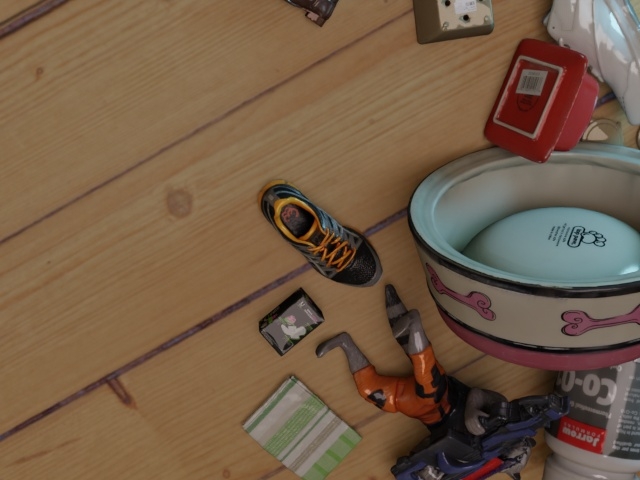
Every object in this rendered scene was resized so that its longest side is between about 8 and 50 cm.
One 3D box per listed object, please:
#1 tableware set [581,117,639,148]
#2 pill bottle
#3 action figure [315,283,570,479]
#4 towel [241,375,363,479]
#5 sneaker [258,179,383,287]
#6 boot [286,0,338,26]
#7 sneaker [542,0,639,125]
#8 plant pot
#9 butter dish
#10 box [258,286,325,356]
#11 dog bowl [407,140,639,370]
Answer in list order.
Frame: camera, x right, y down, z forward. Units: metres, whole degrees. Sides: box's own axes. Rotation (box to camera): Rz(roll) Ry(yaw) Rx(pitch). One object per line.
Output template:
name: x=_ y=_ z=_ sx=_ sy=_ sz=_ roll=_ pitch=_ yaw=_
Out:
tableware set: x=0.453 y=-0.110 z=1.758 sx=0.168 sy=0.020 sz=0.141 roll=1 pitch=103 yaw=-7
pill bottle: x=0.413 y=0.236 z=1.723 sx=0.161 sy=0.161 sz=0.283 roll=10 pitch=96 yaw=-7
action figure: x=0.203 y=0.215 z=1.710 sx=0.341 sy=0.178 sz=0.330 roll=-30 pitch=113 yaw=39
towel: x=-0.027 y=0.286 z=1.792 sx=0.152 sy=0.023 sz=0.113 roll=42 pitch=97 yaw=-13
sneaker: x=0.000 y=0.000 z=1.706 sx=0.215 sy=0.083 sz=0.084 roll=36 pitch=94 yaw=-12
boot: x=-0.004 y=-0.370 z=1.657 sx=0.106 sy=0.037 sz=0.114 roll=33 pitch=100 yaw=-23
sneaker: x=0.390 y=-0.295 z=1.688 sx=0.129 sy=0.111 sz=0.297 roll=-22 pitch=98 yaw=15
plant pot: x=0.189 y=-0.331 z=1.652 sx=0.109 sy=0.096 sz=0.109 roll=-9 pitch=101 yaw=-3
butter dish: x=0.331 y=-0.187 z=1.682 sx=0.118 sy=0.160 sz=0.160 roll=15 pitch=100 yaw=-31
box: x=-0.042 y=0.117 z=1.734 sx=0.083 sy=0.062 sz=0.052 roll=-39 pitch=100 yaw=3
dog bowl: x=0.321 y=0.017 z=1.595 sx=0.408 sy=0.408 sz=0.150 roll=-6 pitch=119 yaw=-4
